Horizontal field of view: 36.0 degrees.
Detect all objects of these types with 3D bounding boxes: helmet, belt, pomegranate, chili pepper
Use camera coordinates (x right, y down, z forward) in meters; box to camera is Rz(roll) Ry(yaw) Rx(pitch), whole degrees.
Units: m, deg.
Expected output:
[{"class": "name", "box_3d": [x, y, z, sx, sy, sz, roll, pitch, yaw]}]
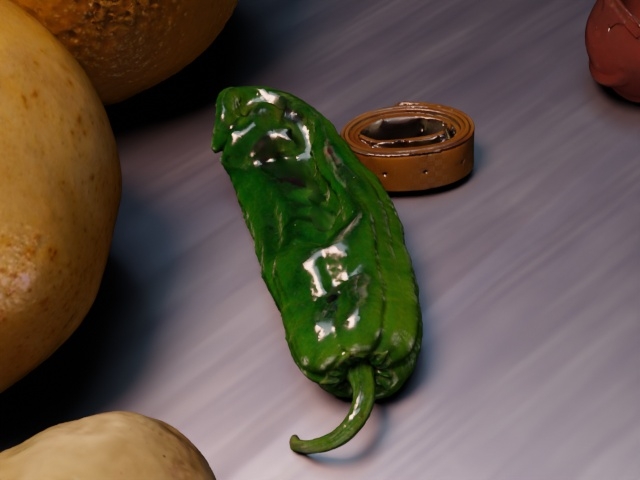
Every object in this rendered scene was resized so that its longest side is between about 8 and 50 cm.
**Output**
[{"class": "helmet", "box_3d": [0.206, -0.127, 0.650, 0.089, 0.057, 0.111, 22, 38, -20]}, {"class": "belt", "box_3d": [0.055, -0.059, 0.624, 0.083, 0.036, 0.059, -4, 41, 4]}, {"class": "pomegranate", "box_3d": [-0.232, -0.025, 0.487, 0.265, 0.264, 0.264, -4, 48, 4]}, {"class": "chili pepper", "box_3d": [-0.004, -0.002, 0.562, 0.100, 0.074, 0.257, -19, 44, -5]}]

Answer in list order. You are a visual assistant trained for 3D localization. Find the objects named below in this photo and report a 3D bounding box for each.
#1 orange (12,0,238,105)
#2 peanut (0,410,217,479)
[{"class": "orange", "box_3d": [-0.170, -0.220, 0.646, 0.274, 0.274, 0.274, -4, 48, 4]}, {"class": "peanut", "box_3d": [-0.125, 0.181, 0.379, 0.137, 0.122, 0.253, 10, 55, 15]}]
